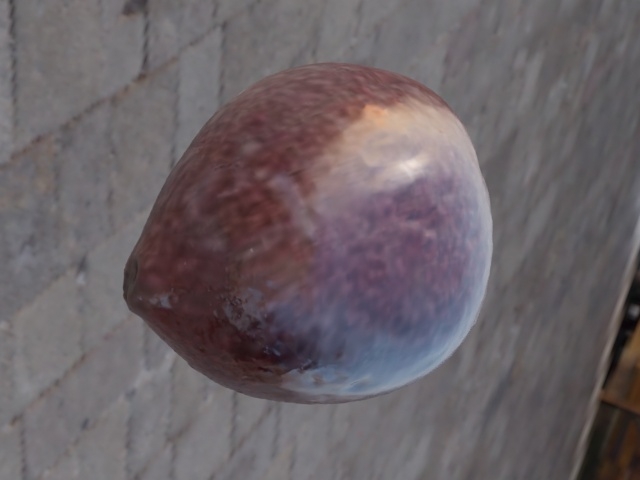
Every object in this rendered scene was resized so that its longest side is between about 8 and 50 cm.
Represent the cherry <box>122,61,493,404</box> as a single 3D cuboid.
[{"bbox_3d":[0.000,0.000,0.931,0.300,0.203,0.230,-22,115,-39],"label":"cherry"}]
